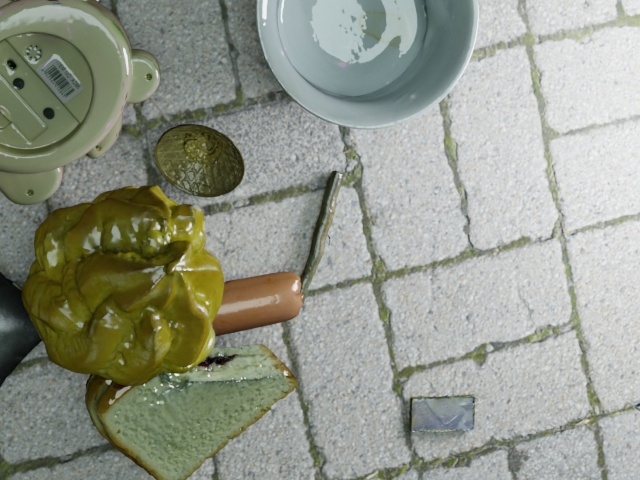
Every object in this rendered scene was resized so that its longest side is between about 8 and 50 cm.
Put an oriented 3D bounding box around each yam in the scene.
[{"bbox_3d":[-0.001,0.000,2.016,0.027,0.029,0.234,19,94,29],"label":"yam"}]

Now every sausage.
[{"bbox_3d":[-0.168,0.110,1.963,0.289,0.086,0.086,-11,98,-11],"label":"sausage"}]

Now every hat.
[{"bbox_3d":[-0.184,-0.143,1.948,0.146,0.067,0.146,6,132,7],"label":"hat"}]

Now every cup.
[{"bbox_3d":[0.058,-0.347,1.919,0.347,0.163,0.347,-1,96,-11],"label":"cup"}]

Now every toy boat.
[{"bbox_3d":[0.208,0.294,2.095,0.115,0.016,0.063,0,97,-11],"label":"toy boat"}]

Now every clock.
[{"bbox_3d":[-0.416,-0.235,1.825,0.309,0.114,0.284,-38,108,6],"label":"clock"}]

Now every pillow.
[{"bbox_3d":[-0.538,0.106,1.875,0.250,0.106,0.186,42,94,-11],"label":"pillow"}]

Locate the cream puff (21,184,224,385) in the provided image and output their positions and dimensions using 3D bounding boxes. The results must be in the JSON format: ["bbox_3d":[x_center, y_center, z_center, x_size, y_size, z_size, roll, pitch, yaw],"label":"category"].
[{"bbox_3d":[-0.277,0.035,1.791,0.291,0.257,0.325,11,50,-10],"label":"cream puff"}]

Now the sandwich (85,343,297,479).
[{"bbox_3d":[-0.205,0.232,1.918,0.288,0.099,0.254,-38,128,-6],"label":"sandwich"}]

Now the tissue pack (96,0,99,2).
[{"bbox_3d":[-0.409,-0.386,1.868,0.155,0.065,0.116,20,95,-14],"label":"tissue pack"}]
